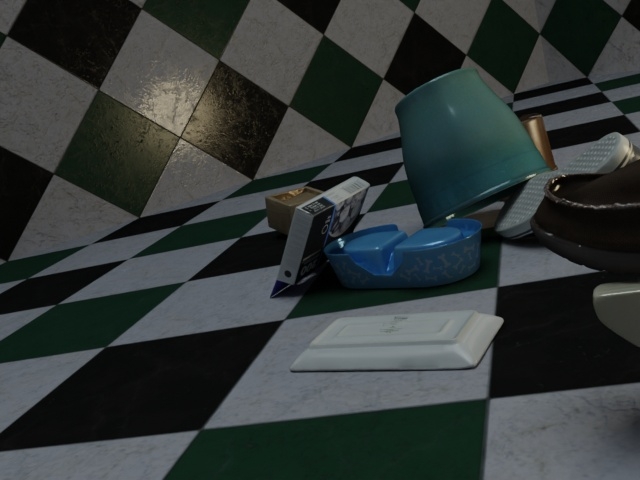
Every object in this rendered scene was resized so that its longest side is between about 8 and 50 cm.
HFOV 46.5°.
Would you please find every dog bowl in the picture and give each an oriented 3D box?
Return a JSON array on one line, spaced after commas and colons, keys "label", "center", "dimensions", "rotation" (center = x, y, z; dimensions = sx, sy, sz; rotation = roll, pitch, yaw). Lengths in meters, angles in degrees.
[{"label": "dog bowl", "center": [0.146, 0.026, 1.303], "dimensions": [0.297, 0.074, 0.166], "rotation": [-5, 16, 39]}]

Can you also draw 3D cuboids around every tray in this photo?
[{"label": "tray", "center": [0.099, 0.131, 1.012], "dimensions": [0.270, 0.030, 0.145], "rotation": [-7, 14, 31]}]

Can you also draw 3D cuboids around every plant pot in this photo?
[{"label": "plant pot", "center": [0.277, -0.190, 1.482], "dimensions": [0.271, 0.255, 0.271], "rotation": [-24, -6, -3]}, {"label": "plant pot", "center": [0.449, -0.191, 1.677], "dimensions": [0.166, 0.165, 0.167], "rotation": [-14, 12, 3]}]

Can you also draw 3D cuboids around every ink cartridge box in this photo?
[{"label": "ink cartridge box", "center": [0.000, 0.000, 1.406], "dimensions": [0.045, 0.208, 0.206], "rotation": [32, 35, 19]}]

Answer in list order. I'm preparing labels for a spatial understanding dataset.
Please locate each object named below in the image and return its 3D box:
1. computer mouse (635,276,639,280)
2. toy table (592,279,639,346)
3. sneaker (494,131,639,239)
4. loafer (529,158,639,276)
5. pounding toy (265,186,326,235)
[{"label": "computer mouse", "center": [0.496, 0.014, 0.970], "dimensions": [0.272, 0.072, 0.188], "rotation": [-26, 18, -40]}, {"label": "toy table", "center": [0.360, 0.094, 0.592], "dimensions": [0.252, 0.161, 0.274], "rotation": [-12, 14, 12]}, {"label": "sneaker", "center": [0.431, -0.058, 1.267], "dimensions": [0.126, 0.127, 0.321], "rotation": [-63, 13, -27]}, {"label": "loafer", "center": [0.344, -0.057, 0.590], "dimensions": [0.365, 0.130, 0.134], "rotation": [-5, 18, 36]}, {"label": "pounding toy", "center": [-0.006, -0.066, 1.840], "dimensions": [0.181, 0.094, 0.206], "rotation": [-16, 21, -29]}]
